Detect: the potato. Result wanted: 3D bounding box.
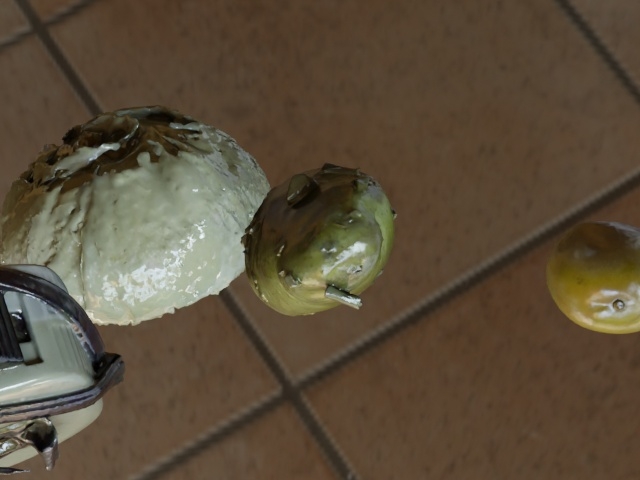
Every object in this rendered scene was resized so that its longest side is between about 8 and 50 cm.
[{"bbox_3d":[0.000,0.000,1.283,0.090,0.225,0.117,30,87,-11],"label":"potato"}]

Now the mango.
[{"bbox_3d":[0.272,0.029,1.666,0.130,0.194,0.092,11,102,5],"label":"mango"}]

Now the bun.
[{"bbox_3d":[-0.170,-0.039,1.667,0.259,0.152,0.259,-12,23,5],"label":"bun"}]

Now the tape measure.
[{"bbox_3d":[-0.261,0.103,1.291,0.231,0.271,0.133,-19,71,-4],"label":"tape measure"}]
